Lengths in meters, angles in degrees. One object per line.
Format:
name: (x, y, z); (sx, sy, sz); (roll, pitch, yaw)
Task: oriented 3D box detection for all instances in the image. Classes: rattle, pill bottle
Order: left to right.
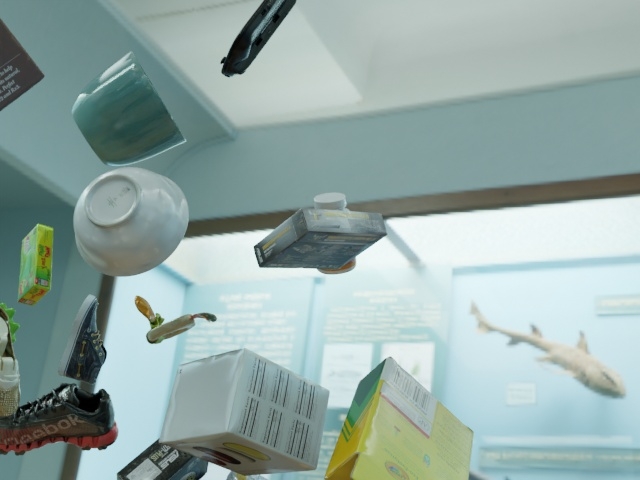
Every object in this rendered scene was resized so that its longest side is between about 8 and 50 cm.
rattle: (-0.366, 0.175, 2.115); (0.130, 0.142, 0.200); (11, -33, -43)
pill bottle: (0.036, -0.021, 2.378); (0.121, 0.216, 0.121); (-6, 19, 2)

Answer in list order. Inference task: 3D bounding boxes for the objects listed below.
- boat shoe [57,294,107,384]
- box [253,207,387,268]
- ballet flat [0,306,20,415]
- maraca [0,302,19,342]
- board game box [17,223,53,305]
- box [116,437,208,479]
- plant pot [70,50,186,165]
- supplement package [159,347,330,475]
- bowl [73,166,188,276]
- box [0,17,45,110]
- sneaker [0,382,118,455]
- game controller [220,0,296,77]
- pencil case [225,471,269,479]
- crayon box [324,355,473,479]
boat shoe: (-0.480, 0.209, 1.748); (0.083, 0.183, 0.065); (20, 6, -4)
box: (0.000, 0.000, 1.800); (0.231, 0.056, 0.183); (2, -28, -40)
ballet flat: (-0.566, 0.204, 1.462); (0.073, 0.206, 0.067); (-2, -30, -45)
maraca: (-0.812, 0.230, 2.039); (0.186, 0.127, 0.099); (-29, -17, 15)
board game box: (-0.705, 0.059, 2.065); (0.043, 0.181, 0.092); (20, -43, -37)
box: (-0.309, 0.460, 1.649); (0.077, 0.180, 0.147); (37, -39, 20)
plant pot: (-0.556, -0.349, 2.354); (0.235, 0.293, 0.293); (-31, -26, -4)
supplement package: (-0.130, 0.305, 1.451); (0.203, 0.149, 0.194); (33, -36, -34)
bowl: (-0.485, -0.069, 2.041); (0.298, 0.298, 0.134); (1, -24, 12)
box: (-0.586, -0.262, 1.321); (0.203, 0.168, 0.167); (-6, -55, 49)
sneaker: (-0.530, 0.340, 1.622); (0.276, 0.097, 0.135); (2, -64, -20)
game controller: (-0.136, -0.525, 1.973); (0.067, 0.319, 0.166); (29, -28, 3)
pencil case: (-0.194, 0.577, 1.639); (0.113, 0.273, 0.124); (33, -14, 3)
crayon box: (0.124, 0.337, 1.261); (0.202, 0.318, 0.081); (43, -65, -4)
